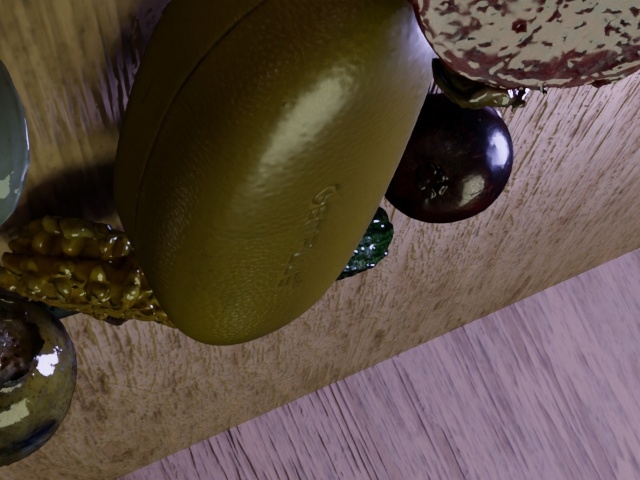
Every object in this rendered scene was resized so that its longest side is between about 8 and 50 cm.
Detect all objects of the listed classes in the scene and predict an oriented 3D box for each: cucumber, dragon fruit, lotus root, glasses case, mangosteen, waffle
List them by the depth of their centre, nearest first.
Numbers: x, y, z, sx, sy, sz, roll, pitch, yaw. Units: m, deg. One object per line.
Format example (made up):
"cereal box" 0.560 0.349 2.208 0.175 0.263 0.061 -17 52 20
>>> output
"dragon fruit" 0.151 -0.204 1.009 0.211 0.147 0.282 17 131 -28
"glasses case" -0.037 -0.053 1.191 0.173 0.141 0.371 -15 152 -24
"waffle" -0.159 0.033 1.446 0.197 0.070 0.193 18 170 -31
"cucumber" -0.001 0.001 1.499 0.077 0.077 0.265 -29 166 20
"lotus root" -0.289 0.121 1.585 0.154 0.154 0.278 -20 163 -22
"mangosteen" 0.117 -0.082 1.624 0.140 0.140 0.140 -24 168 -5

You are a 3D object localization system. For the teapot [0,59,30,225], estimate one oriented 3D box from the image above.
"teapot" -0.274 -0.022 0.913 0.171 0.203 0.225 16 -158 33

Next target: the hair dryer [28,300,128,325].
"hair dryer" -0.201 0.042 1.673 0.195 0.050 0.173 -14 -171 36
